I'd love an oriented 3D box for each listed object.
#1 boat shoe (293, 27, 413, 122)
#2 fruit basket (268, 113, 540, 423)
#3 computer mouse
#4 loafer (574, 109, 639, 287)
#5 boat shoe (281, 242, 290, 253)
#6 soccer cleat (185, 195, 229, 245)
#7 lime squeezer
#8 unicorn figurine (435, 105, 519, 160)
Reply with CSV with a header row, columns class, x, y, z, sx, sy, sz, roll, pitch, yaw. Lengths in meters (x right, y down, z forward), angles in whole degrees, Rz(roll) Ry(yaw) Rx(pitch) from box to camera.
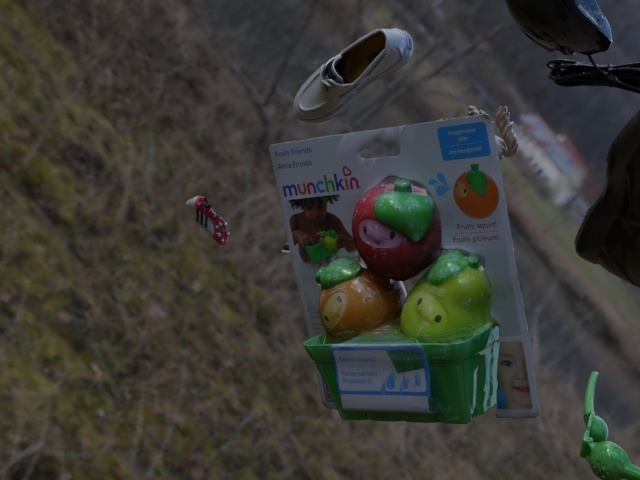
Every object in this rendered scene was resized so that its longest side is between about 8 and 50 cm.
class,x,y,z,sx,sy,sz,roll,pitch,yaw
boat shoe,0.015,-0.112,0.827,0.035,0.100,0.035,3,64,-54
fruit basket,0.087,0.044,1.463,0.165,0.327,0.353,-29,110,-49
computer mouse,0.300,-0.231,1.361,0.184,0.060,0.262,11,-24,33
loafer,0.353,-0.058,1.188,0.130,0.134,0.366,39,-17,17
boat shoe,0.000,0.000,1.748,0.125,0.038,0.046,-4,11,-31
soccer cleat,-0.156,-0.027,1.709,0.083,0.035,0.029,57,48,-28
lime squeezer,0.404,0.271,1.689,0.310,0.110,0.059,-123,-166,-58
unicorn figurine,0.192,-0.115,1.635,0.060,0.162,0.111,-45,111,-38
